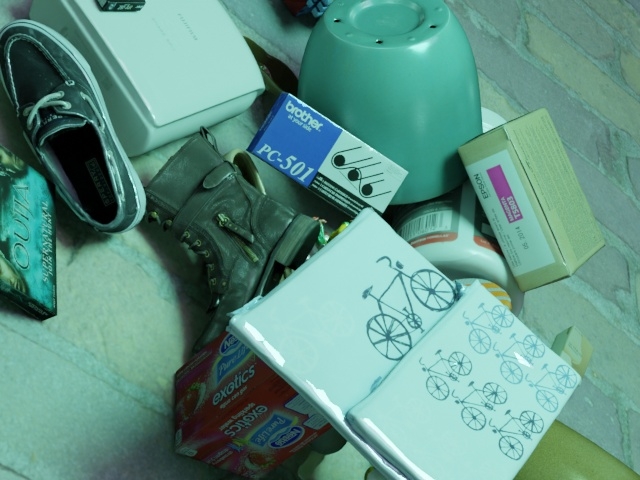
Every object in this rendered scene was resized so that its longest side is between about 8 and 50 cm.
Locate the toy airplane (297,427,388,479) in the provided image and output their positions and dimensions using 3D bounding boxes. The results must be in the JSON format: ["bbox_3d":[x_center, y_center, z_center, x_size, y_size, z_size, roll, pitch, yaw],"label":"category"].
[{"bbox_3d":[0.108,0.330,1.611,0.384,0.272,0.386,56,1,-19],"label":"toy airplane"}]

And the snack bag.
[{"bbox_3d":[0.104,0.124,1.479,0.342,0.037,0.323,42,41,8],"label":"snack bag"}]

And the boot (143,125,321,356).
[{"bbox_3d":[-0.150,0.009,1.712,0.229,0.263,0.091,33,-10,13],"label":"boot"}]

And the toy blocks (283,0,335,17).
[{"bbox_3d":[0.069,-0.452,2.155,0.261,0.381,0.191,-23,80,-38],"label":"toy blocks"}]

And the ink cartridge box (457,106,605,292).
[{"bbox_3d":[0.312,-0.063,1.942,0.193,0.088,0.235,-25,92,-59],"label":"ink cartridge box"}]

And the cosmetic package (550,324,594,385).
[{"bbox_3d":[0.420,0.201,2.247,0.060,0.041,0.115,47,37,-9],"label":"cosmetic package"}]

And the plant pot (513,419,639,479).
[{"bbox_3d":[0.310,0.351,1.884,0.254,0.237,0.237,45,34,15],"label":"plant pot"}]

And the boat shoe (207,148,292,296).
[{"bbox_3d":[-0.089,0.020,1.782,0.109,0.098,0.302,3,59,-47],"label":"boat shoe"}]

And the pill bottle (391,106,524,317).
[{"bbox_3d":[0.218,-0.034,2.070,0.210,0.210,0.363,36,40,-23],"label":"pill bottle"}]

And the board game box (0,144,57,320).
[{"bbox_3d":[-0.354,-0.013,1.543,0.126,0.026,0.186,43,31,-52],"label":"board game box"}]

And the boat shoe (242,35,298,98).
[{"bbox_3d":[-0.087,-0.260,2.051,0.135,0.045,0.050,42,48,-12],"label":"boat shoe"}]

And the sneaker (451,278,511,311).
[{"bbox_3d":[0.111,0.160,1.876,0.321,0.180,0.124,-1,35,-11],"label":"sneaker"}]

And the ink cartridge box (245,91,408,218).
[{"bbox_3d":[0.010,-0.110,1.839,0.207,0.097,0.046,32,0,-17],"label":"ink cartridge box"}]

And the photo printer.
[{"bbox_3d":[-0.224,-0.264,1.852,0.256,0.107,0.307,56,36,4],"label":"photo printer"}]

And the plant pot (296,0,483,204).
[{"bbox_3d":[0.101,-0.234,1.964,0.293,0.235,0.293,-2,39,1],"label":"plant pot"}]

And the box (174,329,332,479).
[{"bbox_3d":[-0.052,0.165,1.572,0.128,0.257,0.123,27,41,-30],"label":"box"}]

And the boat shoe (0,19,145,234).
[{"bbox_3d":[-0.319,-0.142,1.635,0.301,0.108,0.102,63,7,3],"label":"boat shoe"}]

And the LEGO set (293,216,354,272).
[{"bbox_3d":[0.000,0.000,1.830,0.107,0.132,0.287,64,3,9],"label":"LEGO set"}]

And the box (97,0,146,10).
[{"bbox_3d":[-0.277,-0.340,1.753,0.067,0.018,0.083,-11,64,-48],"label":"box"}]
